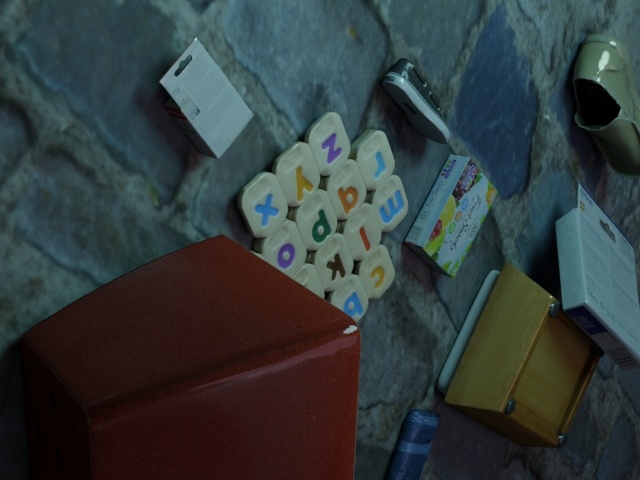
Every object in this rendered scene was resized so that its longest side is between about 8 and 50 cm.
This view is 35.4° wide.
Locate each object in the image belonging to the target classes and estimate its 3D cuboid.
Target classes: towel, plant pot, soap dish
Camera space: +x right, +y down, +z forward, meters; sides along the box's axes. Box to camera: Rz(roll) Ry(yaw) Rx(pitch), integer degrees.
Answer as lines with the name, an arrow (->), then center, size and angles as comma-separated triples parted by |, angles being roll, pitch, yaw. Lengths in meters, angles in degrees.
towel -> 0.134, 0.304, 1.455 | 0.067, 0.029, 0.119 | 18, 92, -49
plant pot -> -0.137, 0.173, 0.945 | 0.236, 0.267, 0.267 | -10, 114, -32
soap dish -> 0.320, 0.191, 1.546 | 0.291, 0.118, 0.229 | 35, 79, -49

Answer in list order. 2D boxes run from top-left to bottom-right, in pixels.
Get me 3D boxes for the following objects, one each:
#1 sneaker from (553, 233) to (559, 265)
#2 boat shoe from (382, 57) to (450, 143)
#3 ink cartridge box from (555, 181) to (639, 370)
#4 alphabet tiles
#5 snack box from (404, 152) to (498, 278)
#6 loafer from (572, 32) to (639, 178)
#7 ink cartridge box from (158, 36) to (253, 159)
sneaker -> 0.425, 0.030, 1.655 | 0.071, 0.068, 0.170 | -44, 126, -8
boat shoe -> 0.127, -0.171, 1.242 | 0.142, 0.049, 0.040 | 43, 72, -45
ink cartridge box -> 0.435, 0.057, 1.558 | 0.223, 0.045, 0.224 | 40, 44, -39
alphabet tiles -> 0.000, 0.000, 1.190 | 0.284, 0.021, 0.278 | -46, 134, -26
snack box -> 0.179, -0.033, 1.362 | 0.100, 0.037, 0.141 | 40, 75, -49
loafer -> 0.446, -0.191, 1.554 | 0.092, 0.102, 0.268 | -47, 125, -23
ink cartridge box -> -0.119, -0.141, 0.995 | 0.063, 0.029, 0.115 | -54, 136, -17
